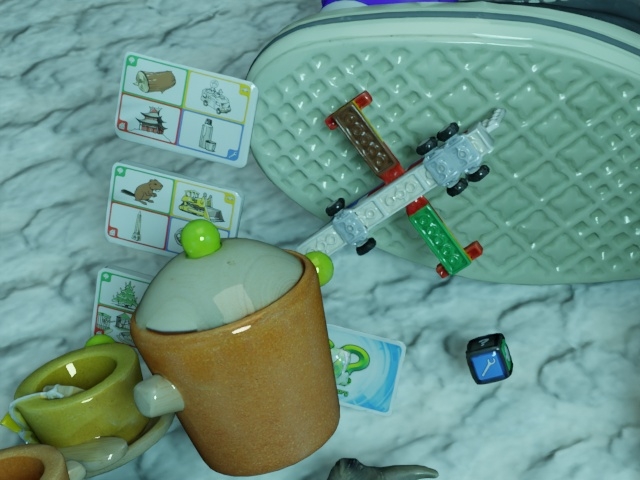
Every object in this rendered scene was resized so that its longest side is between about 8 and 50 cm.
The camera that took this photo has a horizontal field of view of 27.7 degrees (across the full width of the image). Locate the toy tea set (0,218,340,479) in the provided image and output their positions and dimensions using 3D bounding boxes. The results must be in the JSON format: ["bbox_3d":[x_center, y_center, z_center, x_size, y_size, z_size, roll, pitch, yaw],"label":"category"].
[{"bbox_3d":[-0.108,0.094,0.571,0.200,0.124,0.336,-12,21,16],"label":"toy tea set"}]

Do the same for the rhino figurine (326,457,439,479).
[{"bbox_3d":[-0.027,0.179,0.611,0.243,0.073,0.106,-33,49,-31],"label":"rhino figurine"}]

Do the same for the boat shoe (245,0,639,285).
[{"bbox_3d":[0.198,-0.083,0.821,0.500,0.186,0.156,0,38,-9],"label":"boat shoe"}]

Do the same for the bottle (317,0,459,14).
[{"bbox_3d":[0.069,-0.217,0.995,0.092,0.118,0.283,16,47,14],"label":"bottle"}]

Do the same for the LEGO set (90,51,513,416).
[{"bbox_3d":[0.000,0.000,0.739,0.244,0.182,0.060,14,23,8],"label":"LEGO set"}]
